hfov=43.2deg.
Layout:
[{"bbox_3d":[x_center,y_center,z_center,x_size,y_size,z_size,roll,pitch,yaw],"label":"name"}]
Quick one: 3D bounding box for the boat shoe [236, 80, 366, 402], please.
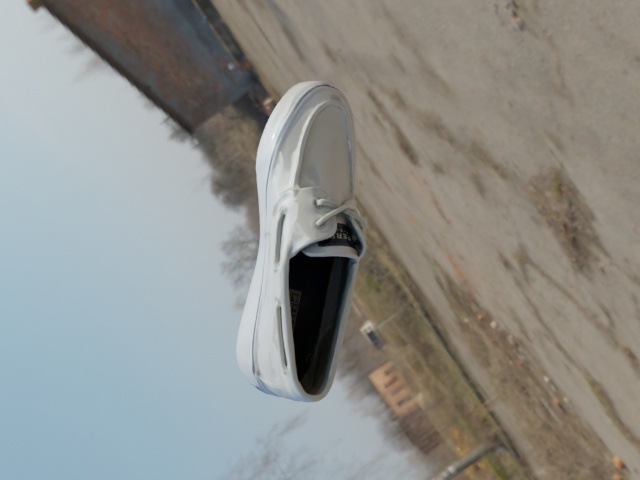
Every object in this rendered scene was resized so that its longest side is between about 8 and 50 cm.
[{"bbox_3d":[0.000,0.000,0.644,0.095,0.258,0.084,4,-179,-37],"label":"boat shoe"}]
